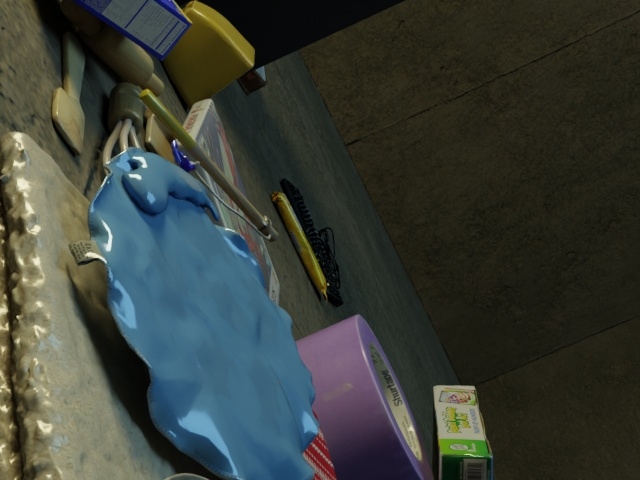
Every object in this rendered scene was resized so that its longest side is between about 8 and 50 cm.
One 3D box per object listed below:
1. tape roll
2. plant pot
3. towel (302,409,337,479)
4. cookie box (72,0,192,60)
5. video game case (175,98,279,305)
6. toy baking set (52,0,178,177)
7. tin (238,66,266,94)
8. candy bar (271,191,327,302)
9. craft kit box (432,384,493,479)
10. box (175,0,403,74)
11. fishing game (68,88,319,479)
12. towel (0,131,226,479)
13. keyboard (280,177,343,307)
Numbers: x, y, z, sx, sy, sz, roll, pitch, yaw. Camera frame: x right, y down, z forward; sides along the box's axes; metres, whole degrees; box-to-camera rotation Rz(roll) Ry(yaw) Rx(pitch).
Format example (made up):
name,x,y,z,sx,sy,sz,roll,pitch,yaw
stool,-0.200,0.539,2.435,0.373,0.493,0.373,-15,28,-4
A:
name,x,y,z,sx,sy,sz,roll,pitch,yaw
tape roll,0.039,0.174,1.047,0.189,0.080,0.189,-24,90,-84
plant pot,-0.125,-0.199,1.096,0.083,0.081,0.081,52,11,-19
towel,-0.018,0.193,0.753,0.199,0.031,0.275,55,10,-46
cookie box,-0.157,-0.191,0.775,0.107,0.040,0.092,30,17,-53
video game case,-0.078,-0.014,0.939,0.183,0.023,0.201,-94,165,-72
toy baking set,-0.138,-0.087,0.795,0.256,0.030,0.197,50,17,-65
tin,-0.119,-0.291,1.627,0.190,0.040,0.106,-101,170,-62
candy bar,-0.024,0.005,1.393,0.040,0.018,0.162,-95,160,-80
craft kit box,0.145,0.304,1.117,0.246,0.060,0.250,-43,133,-80
box,-0.064,-0.406,1.353,0.183,0.296,0.294,54,14,-61
fishing game,-0.060,0.044,0.523,0.189,0.041,0.264,46,23,-44
towel,-0.089,0.098,0.467,0.187,0.049,0.282,55,12,-48
keyboard,0.000,0.000,1.522,0.100,0.038,0.192,51,17,-66
